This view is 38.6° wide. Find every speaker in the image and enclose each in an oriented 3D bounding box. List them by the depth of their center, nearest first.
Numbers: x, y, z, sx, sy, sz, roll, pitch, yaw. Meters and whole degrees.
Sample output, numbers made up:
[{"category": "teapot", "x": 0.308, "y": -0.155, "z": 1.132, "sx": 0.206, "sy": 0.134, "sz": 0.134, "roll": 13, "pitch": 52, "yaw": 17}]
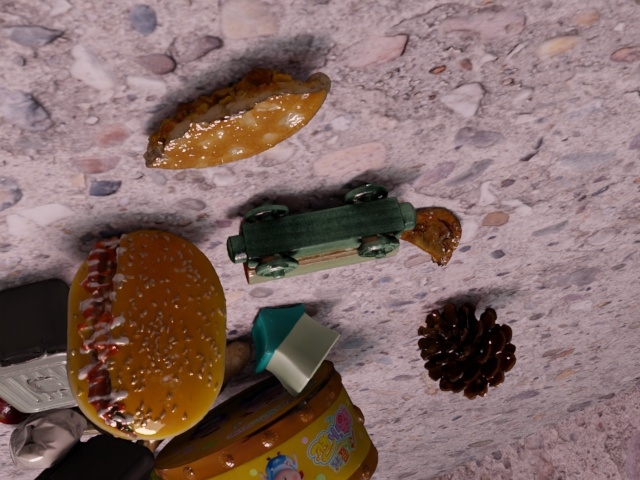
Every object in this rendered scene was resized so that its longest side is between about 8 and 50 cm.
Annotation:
[{"category": "speaker", "x": -0.444, "y": 0.448, "z": 1.714, "sx": 0.180, "sy": 0.184, "sz": 0.388, "roll": -44, "pitch": 174, "yaw": -27}]

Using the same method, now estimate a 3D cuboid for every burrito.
[{"category": "burrito", "x": -0.533, "y": 0.381, "z": 1.752, "sx": 0.139, "sy": 0.101, "sz": 0.445, "roll": -43, "pitch": -177, "yaw": -23}]

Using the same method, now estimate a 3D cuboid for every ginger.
[{"category": "ginger", "x": -0.261, "y": 0.316, "z": 1.806, "sx": 0.333, "sy": 0.081, "sz": 0.148, "roll": -44, "pitch": -172, "yaw": -6}]

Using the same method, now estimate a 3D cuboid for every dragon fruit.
[{"category": "dragon fruit", "x": -0.547, "y": 0.294, "z": 1.671, "sx": 0.094, "sy": 0.094, "sz": 0.190, "roll": -20, "pitch": 160, "yaw": 10}]

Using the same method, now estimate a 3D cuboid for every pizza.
[{"category": "pizza", "x": -0.099, "y": -0.144, "z": 1.084, "sx": 0.246, "sy": 0.058, "sz": 0.127, "roll": -27, "pitch": 153, "yaw": 25}]

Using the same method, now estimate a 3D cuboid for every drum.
[{"category": "drum", "x": -0.110, "y": 0.434, "z": 1.838, "sx": 0.431, "sy": 0.214, "sz": 0.431, "roll": -28, "pitch": -175, "yaw": 3}]

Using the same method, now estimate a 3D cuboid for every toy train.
[{"category": "toy train", "x": 0.000, "y": 0.000, "z": 1.380, "sx": 0.285, "sy": 0.116, "sz": 0.177, "roll": -12, "pitch": 166, "yaw": -9}]

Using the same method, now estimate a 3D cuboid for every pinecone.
[{"category": "pinecone", "x": 0.291, "y": 0.219, "z": 1.878, "sx": 0.207, "sy": 0.208, "sz": 0.208, "roll": -13, "pitch": 154, "yaw": -6}]

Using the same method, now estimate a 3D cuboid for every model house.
[{"category": "model house", "x": -0.061, "y": 0.193, "z": 1.702, "sx": 0.127, "sy": 0.149, "sz": 0.100, "roll": -52, "pitch": 177, "yaw": -34}]

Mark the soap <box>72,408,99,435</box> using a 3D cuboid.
[{"category": "soap", "x": -0.439, "y": 0.382, "z": 1.962, "sx": 0.252, "sy": 0.037, "sz": 0.092, "roll": -4, "pitch": 151, "yaw": -23}]

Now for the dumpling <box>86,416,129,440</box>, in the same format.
[{"category": "dumpling", "x": -0.404, "y": 0.311, "z": 1.749, "sx": 0.166, "sy": 0.216, "sz": 0.126, "roll": 21, "pitch": 105, "yaw": -11}]

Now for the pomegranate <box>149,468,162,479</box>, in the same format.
[{"category": "pomegranate", "x": -0.449, "y": 0.650, "z": 2.255, "sx": 0.159, "sy": 0.241, "sz": 0.190, "roll": -10, "pitch": 136, "yaw": -8}]

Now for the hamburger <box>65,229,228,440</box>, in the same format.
[{"category": "hamburger", "x": -0.244, "y": 0.135, "z": 1.296, "sx": 0.227, "sy": 0.295, "sz": 0.151, "roll": 3, "pitch": 160, "yaw": -21}]

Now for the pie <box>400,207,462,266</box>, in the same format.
[{"category": "pie", "x": 0.193, "y": -0.013, "z": 1.536, "sx": 0.088, "sy": 0.033, "sz": 0.191, "roll": -40, "pitch": 147, "yaw": 13}]

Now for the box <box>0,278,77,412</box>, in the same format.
[{"category": "box", "x": -0.432, "y": 0.167, "z": 1.432, "sx": 0.163, "sy": 0.135, "sz": 0.243, "roll": -14, "pitch": 155, "yaw": -2}]
